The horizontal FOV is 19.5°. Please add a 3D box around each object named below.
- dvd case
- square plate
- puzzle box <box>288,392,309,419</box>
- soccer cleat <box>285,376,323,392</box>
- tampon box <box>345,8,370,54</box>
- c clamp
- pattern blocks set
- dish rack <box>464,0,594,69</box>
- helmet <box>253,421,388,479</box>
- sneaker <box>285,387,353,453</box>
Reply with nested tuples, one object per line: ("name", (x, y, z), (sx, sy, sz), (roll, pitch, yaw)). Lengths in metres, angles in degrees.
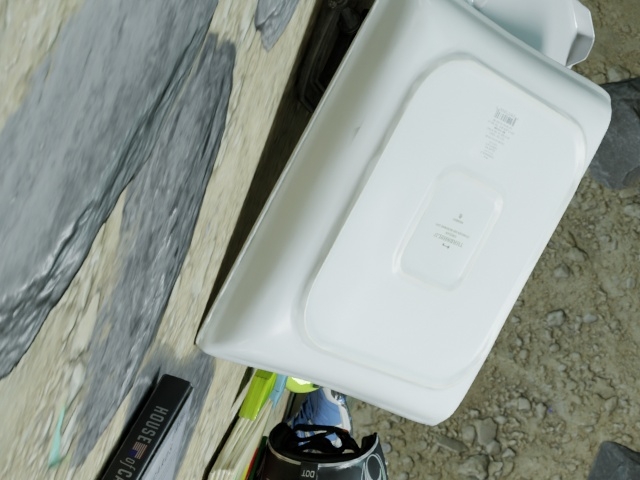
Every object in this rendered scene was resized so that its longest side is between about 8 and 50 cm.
("dvd case", (-0.152, 0.236, 1.339), (0.179, 0.029, 0.239), (-62, 170, -52))
("square plate", (0.093, -0.017, 1.551), (0.347, 0.049, 0.344), (23, 97, -50))
("puzzle box", (0.056, 0.073, 2.621), (0.409, 0.052, 0.272), (-61, 169, -56))
("soccer cleat", (0.030, 0.053, 2.121), (0.289, 0.121, 0.093), (-55, 128, -18))
("tampon box", (0.066, -0.110, 1.724), (0.101, 0.120, 0.161), (97, 14, -62))
("c clamp", (0.013, -0.170, 1.519), (0.161, 0.022, 0.137), (69, 42, -81))
("pattern blocks set", (-0.098, 0.252, 1.917), (0.325, 0.026, 0.285), (-50, 160, -74))
("dish rack", (0.165, -0.211, 1.651), (0.285, 0.072, 0.333), (-60, 146, -36))
("helmet", (0.000, 0.291, 2.043), (0.169, 0.169, 0.161), (-55, 148, -69))
("sneaker", (-0.007, 0.248, 2.430), (0.211, 0.081, 0.080), (96, -17, -46))
